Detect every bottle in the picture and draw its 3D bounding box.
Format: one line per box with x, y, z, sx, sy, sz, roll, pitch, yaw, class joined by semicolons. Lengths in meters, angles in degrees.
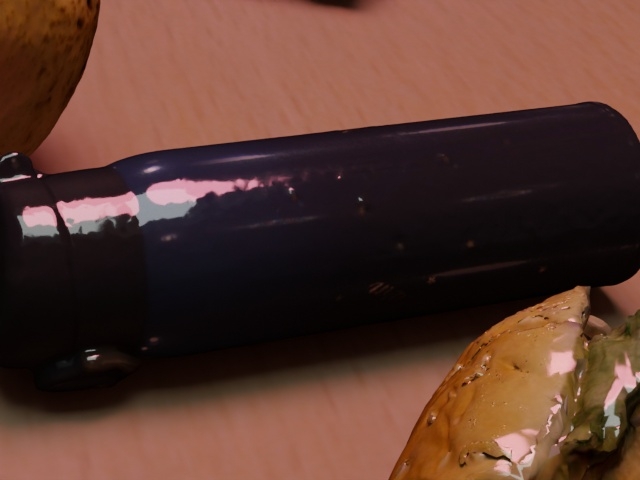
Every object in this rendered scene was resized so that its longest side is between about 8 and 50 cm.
0.000;0.000;0.600;0.244;0.082;0.072;-7;-11;-23;bottle

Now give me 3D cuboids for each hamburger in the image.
0.057;0.066;0.469;0.087;0.102;0.176;9;28;29;hamburger

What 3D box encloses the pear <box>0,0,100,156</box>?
-0.167;-0.088;0.620;0.178;0.178;0.178;5;30;-3;pear
